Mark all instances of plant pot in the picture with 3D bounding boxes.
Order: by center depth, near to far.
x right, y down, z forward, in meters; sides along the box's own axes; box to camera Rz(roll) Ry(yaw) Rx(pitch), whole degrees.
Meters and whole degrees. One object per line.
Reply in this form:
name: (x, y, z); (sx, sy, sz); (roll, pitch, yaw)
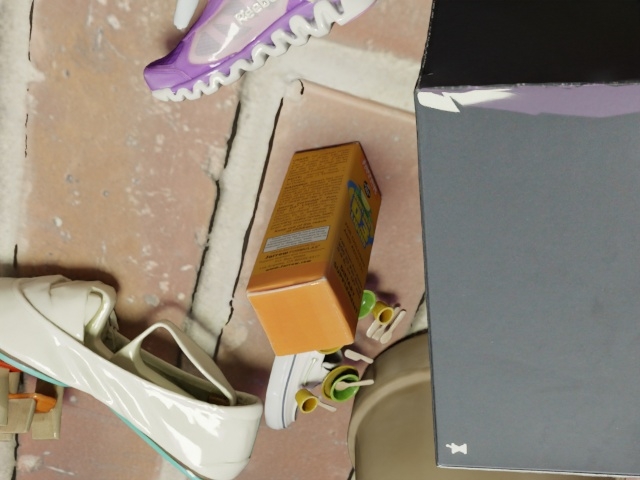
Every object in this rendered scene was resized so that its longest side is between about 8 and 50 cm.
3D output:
plant pot: (0.166, 0.307, 1.047); (0.323, 0.280, 0.323); (9, 130, 10)

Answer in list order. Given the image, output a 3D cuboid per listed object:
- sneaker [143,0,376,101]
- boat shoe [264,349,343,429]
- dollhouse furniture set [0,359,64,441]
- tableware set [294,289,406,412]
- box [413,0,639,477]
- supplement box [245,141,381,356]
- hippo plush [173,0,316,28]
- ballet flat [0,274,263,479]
sneaker: (-0.066, -0.206, 0.852); (0.236, 0.095, 0.104); (-25, 111, 22)
boat shoe: (-0.012, 0.134, 1.092); (0.076, 0.083, 0.226); (14, 127, 4)
dollhouse furniture set: (-0.471, 0.152, 1.146); (0.259, 0.135, 0.262); (-7, 158, 25)
tableware set: (0.028, 0.125, 1.052); (0.104, 0.024, 0.154); (28, 102, -40)
box: (0.182, -0.042, 0.774); (0.179, 0.312, 0.343); (1, 127, 12)
supplement box: (0.000, 0.000, 0.895); (0.080, 0.233, 0.078); (-14, 122, 17)
hippo plush: (-0.019, -0.290, 0.642); (0.294, 0.236, 0.234); (-21, 109, 5)
ballet flat: (-0.237, 0.125, 1.112); (0.400, 0.139, 0.139); (33, 127, -1)
